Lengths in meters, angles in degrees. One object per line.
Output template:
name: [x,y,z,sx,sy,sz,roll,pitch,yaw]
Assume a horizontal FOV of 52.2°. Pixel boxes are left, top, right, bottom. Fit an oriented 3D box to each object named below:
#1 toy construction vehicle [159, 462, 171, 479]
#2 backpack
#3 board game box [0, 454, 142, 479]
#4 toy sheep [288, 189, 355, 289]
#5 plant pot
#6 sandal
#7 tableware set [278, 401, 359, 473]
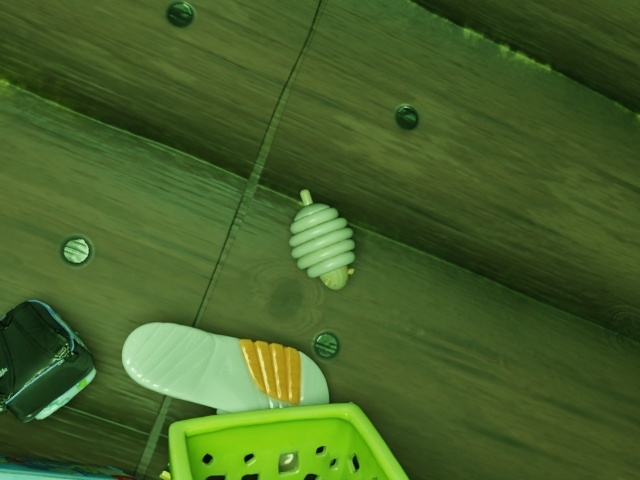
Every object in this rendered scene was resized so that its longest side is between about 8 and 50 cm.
toy construction vehicle: [-0.155,0.303,0.767,0.085,0.035,0.098,32,77,-8]
backpack: [-0.314,0.132,0.718,0.105,0.084,0.114,-41,53,-17]
board game box: [-0.342,0.356,0.594,0.302,0.086,0.309,31,68,-46]
toy sheep: [0.000,0.000,0.815,0.091,0.091,0.132,-25,89,-15]
plant pot: [-0.034,0.322,0.666,0.228,0.227,0.207,-1,112,-20]
sandal: [-0.110,0.161,0.772,0.265,0.076,0.102,25,61,-23]
tableware set: [0.004,0.292,0.815,0.168,0.020,0.141,-20,88,-15]
